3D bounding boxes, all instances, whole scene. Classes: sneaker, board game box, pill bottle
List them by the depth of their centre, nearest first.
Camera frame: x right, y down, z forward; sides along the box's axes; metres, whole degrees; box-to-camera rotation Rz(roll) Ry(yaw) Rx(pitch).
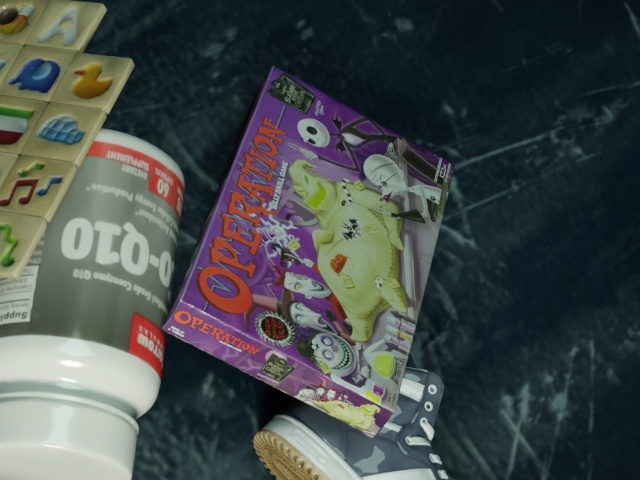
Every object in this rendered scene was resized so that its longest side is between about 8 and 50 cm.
[{"bbox_3d":[-0.208,0.062,1.533,0.161,0.161,0.283,12,64,-15],"label":"pill bottle"},{"bbox_3d":[0.090,0.222,1.607,0.282,0.099,0.153,44,61,5],"label":"sneaker"},{"bbox_3d":[0.000,0.000,1.633,0.208,0.056,0.346,24,41,-7],"label":"board game box"}]

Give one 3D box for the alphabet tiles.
[{"bbox_3d":[-0.324,-0.081,1.545,0.285,0.011,0.342,9,58,26],"label":"alphabet tiles"}]
